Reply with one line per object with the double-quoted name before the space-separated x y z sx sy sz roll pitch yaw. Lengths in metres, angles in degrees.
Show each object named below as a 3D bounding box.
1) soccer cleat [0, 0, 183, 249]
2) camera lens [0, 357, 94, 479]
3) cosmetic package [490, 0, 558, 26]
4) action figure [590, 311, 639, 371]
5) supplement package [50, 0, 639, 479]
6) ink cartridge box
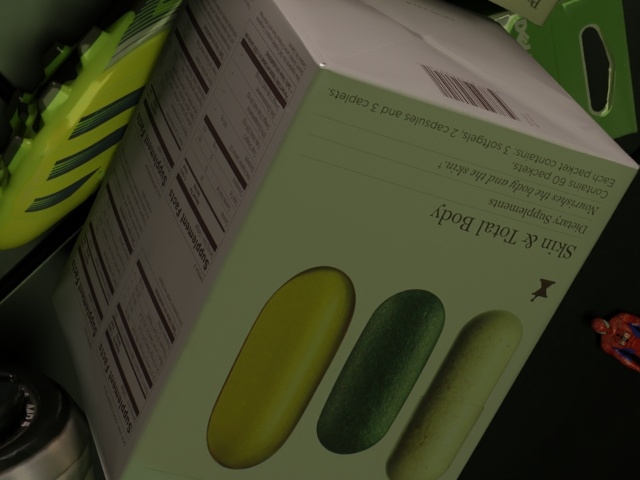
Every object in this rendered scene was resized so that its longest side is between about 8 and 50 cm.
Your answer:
"soccer cleat" -0.099 -0.098 0.980 0.121 0.093 0.289 37 93 -24
"camera lens" -0.239 0.218 0.968 0.219 0.219 0.274 -8 110 -15
"cosmetic package" 0.136 -0.303 0.944 0.160 0.113 0.309 21 112 -24
"action figure" 0.244 0.081 1.186 0.115 0.030 0.038 25 103 -21
"supplement package" 0.000 0.000 0.910 0.199 0.198 0.262 15 115 -28
"ink cartridge box" 0.095 -0.099 1.059 0.209 0.062 0.109 -17 113 -12
